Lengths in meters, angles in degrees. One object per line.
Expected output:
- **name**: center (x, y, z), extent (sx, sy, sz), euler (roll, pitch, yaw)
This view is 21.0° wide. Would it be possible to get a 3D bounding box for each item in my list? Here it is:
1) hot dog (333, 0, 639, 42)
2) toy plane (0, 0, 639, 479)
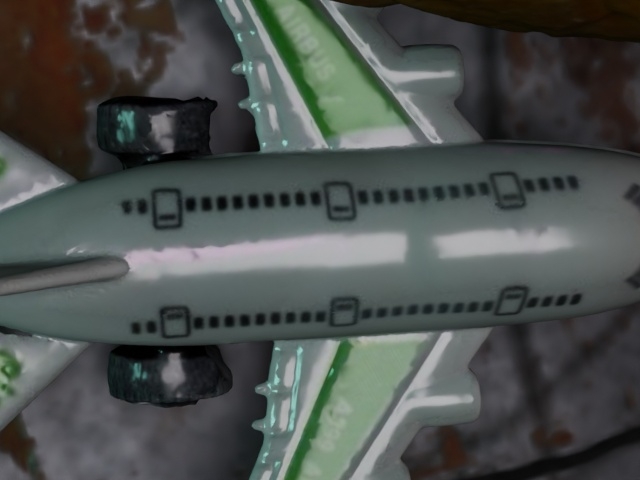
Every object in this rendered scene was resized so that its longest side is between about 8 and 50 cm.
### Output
- **hot dog**: center (0.116, -0.118, 0.446), extent (0.272, 0.196, 0.122), euler (6, 135, -5)
- **toy plane**: center (-0.002, 0.000, 0.518), extent (0.255, 0.101, 0.251), euler (-5, 96, -13)
